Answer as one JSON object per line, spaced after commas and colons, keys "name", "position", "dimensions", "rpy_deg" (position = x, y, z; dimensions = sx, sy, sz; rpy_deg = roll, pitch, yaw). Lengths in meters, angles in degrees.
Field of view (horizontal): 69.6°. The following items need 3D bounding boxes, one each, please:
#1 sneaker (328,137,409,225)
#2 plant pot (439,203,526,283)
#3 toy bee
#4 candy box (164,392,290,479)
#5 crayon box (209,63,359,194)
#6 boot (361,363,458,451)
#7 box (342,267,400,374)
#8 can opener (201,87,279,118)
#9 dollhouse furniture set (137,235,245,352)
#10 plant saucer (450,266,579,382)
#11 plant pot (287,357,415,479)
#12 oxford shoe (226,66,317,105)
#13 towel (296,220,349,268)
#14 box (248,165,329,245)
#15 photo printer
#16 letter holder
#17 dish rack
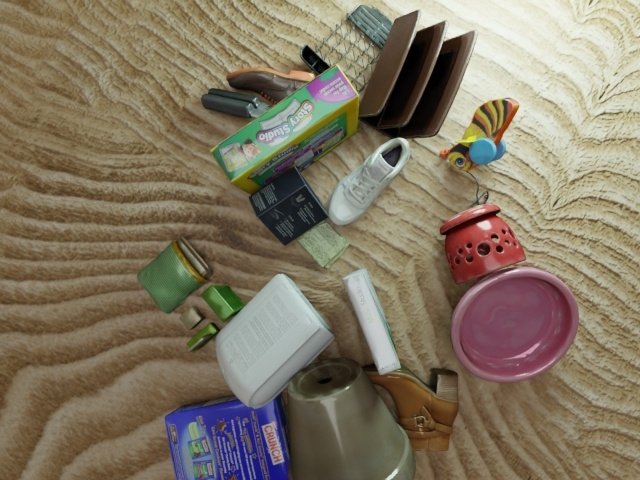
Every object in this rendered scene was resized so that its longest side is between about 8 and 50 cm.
{"name": "sneaker", "position": [0.128, -0.172, 1.277], "dimensions": [0.114, 0.152, 0.305], "rpy_deg": [41, 92, 3]}
{"name": "plant pot", "position": [0.421, 0.009, 1.231], "dimensions": [0.191, 0.191, 0.174], "rpy_deg": [-22, 77, 3]}
{"name": "toy bee", "position": [0.409, -0.251, 1.256], "dimensions": [0.162, 0.195, 0.298], "rpy_deg": [28, 101, 30]}
{"name": "candy box", "position": [-0.241, 0.576, 1.287], "dimensions": [0.317, 0.122, 0.268], "rpy_deg": [-13, 85, 5]}
{"name": "crayon box", "position": [-0.076, -0.266, 1.217], "dimensions": [0.363, 0.313, 0.106], "rpy_deg": [-34, 85, 2]}
{"name": "boot", "position": [0.236, 0.459, 1.274], "dimensions": [0.283, 0.109, 0.220], "rpy_deg": [6, 92, -2]}
{"name": "box", "position": [0.131, 0.188, 1.174], "dimensions": [0.058, 0.322, 0.232], "rpy_deg": [-22, 86, 7]}
{"name": "can opener", "position": [-0.211, -0.372, 1.351], "dimensions": [0.283, 0.095, 0.076], "rpy_deg": [16, 49, 16]}
{"name": "dollhouse furniture set", "position": [-0.392, 0.147, 1.304], "dimensions": [0.197, 0.151, 0.301], "rpy_deg": [-42, 85, 2]}
{"name": "plant saucer", "position": [0.501, 0.216, 1.219], "dimensions": [0.332, 0.084, 0.332], "rpy_deg": [-1, 110, -2]}
{"name": "plant pot", "position": [0.046, 0.461, 1.136], "dimensions": [0.323, 0.323, 0.280], "rpy_deg": [-16, 102, 4]}
{"name": "oxford shoe", "position": [-0.144, -0.442, 1.342], "dimensions": [0.271, 0.097, 0.098], "rpy_deg": [5, 94, 5]}
{"name": "towel", "position": [0.000, 0.000, 1.342], "dimensions": [0.148, 0.027, 0.110], "rpy_deg": [44, 92, 5]}
{"name": "box", "position": [-0.086, -0.093, 1.277], "dimensions": [0.158, 0.156, 0.093], "rpy_deg": [-33, 50, 5]}
{"name": "photo printer", "position": [-0.142, 0.276, 1.249], "dimensions": [0.307, 0.107, 0.256], "rpy_deg": [-45, 48, 1]}
{"name": "letter holder", "position": [0.256, -0.439, 1.225], "dimensions": [0.152, 0.214, 0.302], "rpy_deg": [22, 90, -27]}
{"name": "dish rack", "position": [0.101, -0.556, 1.336], "dimensions": [0.208, 0.074, 0.271], "rpy_deg": [45, 91, 4]}
